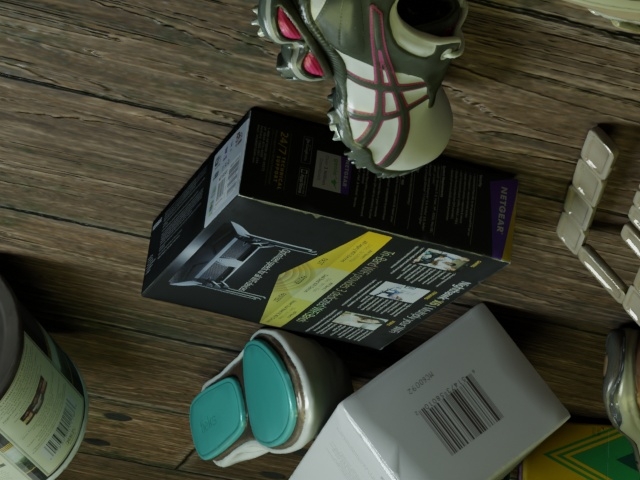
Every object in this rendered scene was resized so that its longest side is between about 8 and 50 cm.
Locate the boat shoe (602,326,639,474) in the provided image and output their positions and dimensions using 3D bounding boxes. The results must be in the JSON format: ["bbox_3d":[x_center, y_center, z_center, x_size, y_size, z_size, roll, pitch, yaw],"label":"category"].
[{"bbox_3d":[0.382,0.182,2.065,0.119,0.123,0.324,-4,158,21],"label":"boat shoe"}]

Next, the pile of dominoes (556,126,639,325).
[{"bbox_3d":[0.283,0.010,1.630,0.196,0.040,0.251,49,167,15],"label":"pile of dominoes"}]

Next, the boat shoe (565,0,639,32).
[{"bbox_3d":[0.191,-0.170,1.206,0.302,0.109,0.098,8,159,-17],"label":"boat shoe"}]

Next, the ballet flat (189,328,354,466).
[{"bbox_3d":[-0.037,0.171,2.203,0.139,0.139,0.400,13,163,-15],"label":"ballet flat"}]

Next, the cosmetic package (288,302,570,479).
[{"bbox_3d":[0.104,0.225,2.108,0.197,0.155,0.365,-34,171,-20],"label":"cosmetic package"}]

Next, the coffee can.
[{"bbox_3d":[-0.376,0.148,2.113,0.201,0.202,0.275,4,159,10],"label":"coffee can"}]

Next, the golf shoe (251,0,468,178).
[{"bbox_3d":[0.054,-0.123,1.384,0.120,0.105,0.273,-9,156,21],"label":"golf shoe"}]

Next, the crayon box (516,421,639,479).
[{"bbox_3d":[0.390,0.350,2.430,0.313,0.106,0.363,5,147,5],"label":"crayon box"}]

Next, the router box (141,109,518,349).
[{"bbox_3d":[0.000,0.000,1.758,0.242,0.081,0.309,14,159,-17],"label":"router box"}]

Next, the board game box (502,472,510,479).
[{"bbox_3d":[0.213,0.310,2.442,0.030,0.136,0.260,9,159,5],"label":"board game box"}]
